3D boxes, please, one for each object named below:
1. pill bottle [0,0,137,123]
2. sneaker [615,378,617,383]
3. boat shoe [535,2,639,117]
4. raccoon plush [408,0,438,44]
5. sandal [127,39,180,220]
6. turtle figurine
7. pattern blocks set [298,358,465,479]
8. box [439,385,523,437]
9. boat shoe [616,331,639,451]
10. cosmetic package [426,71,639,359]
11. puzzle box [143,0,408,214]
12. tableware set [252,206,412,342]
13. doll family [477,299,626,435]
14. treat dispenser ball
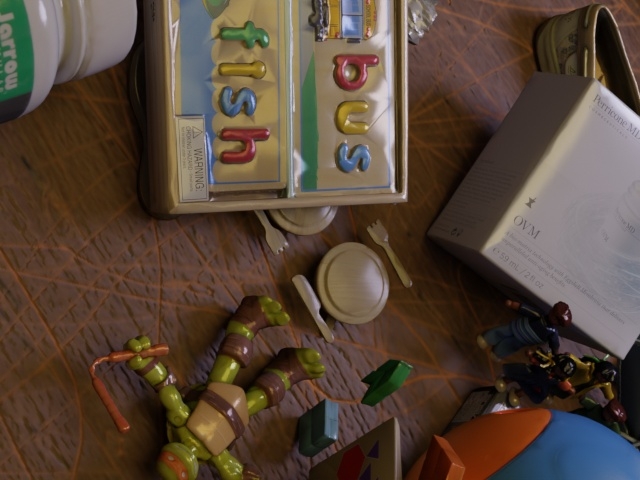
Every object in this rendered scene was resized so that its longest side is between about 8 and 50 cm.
[{"bbox_3d":[-0.348,-0.176,1.166,0.361,0.204,0.204,-25,96,-32],"label":"pill bottle"},{"bbox_3d":[0.388,0.185,1.673,0.098,0.038,0.069,39,65,-11],"label":"sneaker"},{"bbox_3d":[0.341,-0.137,1.665,0.104,0.089,0.285,-27,97,-33],"label":"boat shoe"},{"bbox_3d":[0.044,-0.465,1.478,0.299,0.216,0.447,18,73,-21],"label":"raccoon plush"},{"bbox_3d":[-0.146,-0.111,1.375,0.072,0.049,0.180,2,80,-32],"label":"sandal"},{"bbox_3d":[-0.087,0.171,1.343,0.269,0.087,0.217,47,53,-7],"label":"turtle figurine"},{"bbox_3d":[0.033,0.268,1.285,0.026,0.285,0.325,26,54,-27],"label":"pattern blocks set"},{"bbox_3d":[0.177,0.300,1.505,0.183,0.056,0.231,48,61,-16],"label":"box"},{"bbox_3d":[0.382,0.240,1.584,0.099,0.116,0.320,-30,117,-31],"label":"boat shoe"},{"bbox_3d":[0.282,-0.029,1.541,0.224,0.138,0.225,35,84,-22],"label":"cosmetic package"},{"bbox_3d":[-0.038,-0.232,1.370,0.272,0.052,0.409,-5,97,-29],"label":"puzzle box"},{"bbox_3d":[0.000,0.000,1.456,0.128,0.039,0.194,-33,99,-28],"label":"tableware set"},{"bbox_3d":[0.254,0.136,1.492,0.193,0.111,0.076,36,51,-25],"label":"doll family"},{"bbox_3d":[0.198,0.300,1.311,0.288,0.288,0.288,6,78,-31],"label":"treat dispenser ball"}]
